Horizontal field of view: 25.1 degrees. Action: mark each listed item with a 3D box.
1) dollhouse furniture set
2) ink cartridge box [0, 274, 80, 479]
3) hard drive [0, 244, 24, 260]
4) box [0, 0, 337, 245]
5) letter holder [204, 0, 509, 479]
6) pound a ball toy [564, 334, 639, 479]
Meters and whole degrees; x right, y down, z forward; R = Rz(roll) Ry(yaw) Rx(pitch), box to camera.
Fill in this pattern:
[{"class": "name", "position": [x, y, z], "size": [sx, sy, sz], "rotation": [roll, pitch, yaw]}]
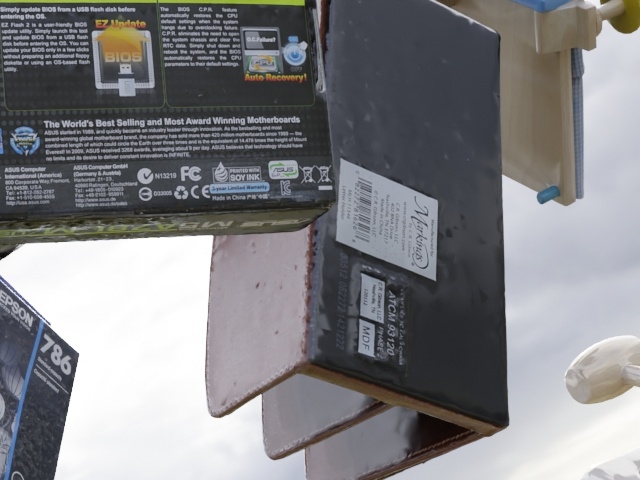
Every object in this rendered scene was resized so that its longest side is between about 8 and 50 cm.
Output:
[{"class": "dollhouse furniture set", "position": [0.186, -0.138, 1.237], "size": [0.198, 0.303, 0.286], "rotation": [-27, -55, -26]}, {"class": "ink cartridge box", "position": [-0.357, 0.169, 1.627], "size": [0.065, 0.332, 0.165], "rotation": [-19, -46, 22]}, {"class": "hard drive", "position": [-0.276, -0.079, 1.164], "size": [0.255, 0.172, 0.054], "rotation": [-33, 2, 37]}, {"class": "box", "position": [-0.097, -0.092, 0.509], "size": [0.191, 0.184, 0.045], "rotation": [-4, -12, -18]}, {"class": "letter holder", "position": [0.000, 0.000, 0.981], "size": [0.152, 0.301, 0.214], "rotation": [21, -34, -29]}, {"class": "pound a ball toy", "position": [0.282, 0.213, 1.063], "size": [0.136, 0.208, 0.319], "rotation": [-20, 17, -20]}]
